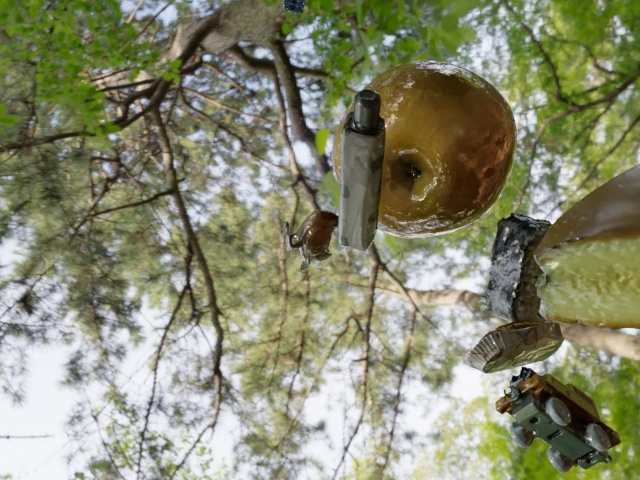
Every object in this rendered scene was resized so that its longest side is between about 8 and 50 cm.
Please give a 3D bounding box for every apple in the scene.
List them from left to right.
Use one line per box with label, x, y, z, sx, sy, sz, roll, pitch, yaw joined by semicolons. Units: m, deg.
apple;0.216;-0.187;1.277;0.346;0.392;0.391;-43;-57;-57

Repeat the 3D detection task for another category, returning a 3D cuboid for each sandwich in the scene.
sandwich;0.255;-0.003;0.360;0.090;0.245;0.088;62;-139;-31

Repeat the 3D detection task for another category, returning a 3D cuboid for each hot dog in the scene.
hot dog;0.320;0.173;0.990;0.192;0.053;0.099;-8;-48;-24

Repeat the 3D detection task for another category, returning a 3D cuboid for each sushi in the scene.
sushi;0.392;0.053;1.140;0.147;0.115;0.212;-10;-66;-20

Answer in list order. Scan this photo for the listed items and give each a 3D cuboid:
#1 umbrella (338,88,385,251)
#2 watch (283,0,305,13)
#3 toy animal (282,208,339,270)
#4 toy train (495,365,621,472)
umbrella;0.068;-0.105;1.013;0.337;0.073;0.067;89;-172;-50
watch;-0.016;-0.629;1.242;0.068;0.276;0.274;1;-77;-14
toy animal;0.000;0.000;1.450;0.179;0.089;0.188;-5;-46;-14
toy train;0.357;0.265;0.916;0.219;0.089;0.127;35;-150;-13
